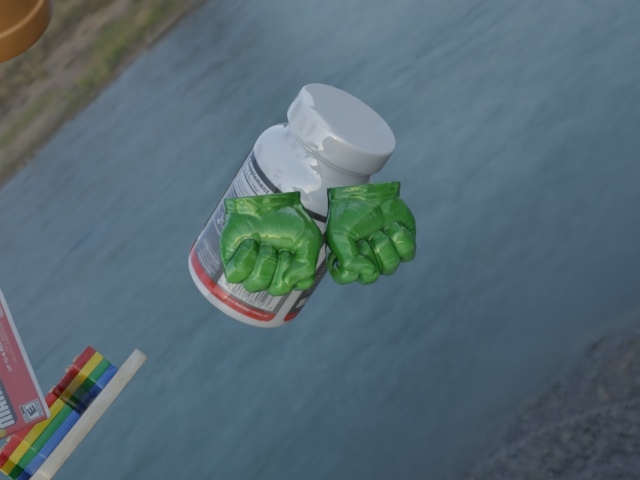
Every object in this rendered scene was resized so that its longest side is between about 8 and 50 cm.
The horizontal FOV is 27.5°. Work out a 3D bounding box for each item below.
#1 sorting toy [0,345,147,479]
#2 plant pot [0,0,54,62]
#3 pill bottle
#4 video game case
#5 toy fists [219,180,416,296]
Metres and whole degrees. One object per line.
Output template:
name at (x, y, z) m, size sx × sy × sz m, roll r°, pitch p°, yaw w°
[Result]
sorting toy at (-0.415, 0.289, 2.058) m, size 0.257 × 0.089 × 0.255 m, roll -54°, pitch 5°, yaw -36°
plant pot at (-0.622, -0.474, 2.280) m, size 0.291 × 0.291 × 0.203 m, roll -51°, pitch -16°, yaw -27°
pill bottle at (-0.044, -0.054, 2.070) m, size 0.363 × 0.210 × 0.210 m, roll -56°, pitch 8°, yaw 28°
video game case at (-0.495, 0.182, 1.709) m, size 0.025 × 0.204 × 0.285 m, roll -23°, pitch -2°, yaw 35°
toy fists at (0.000, 0.000, 1.788) m, size 0.279 × 0.142 × 0.096 m, roll -7°, pitch 3°, yaw -17°
